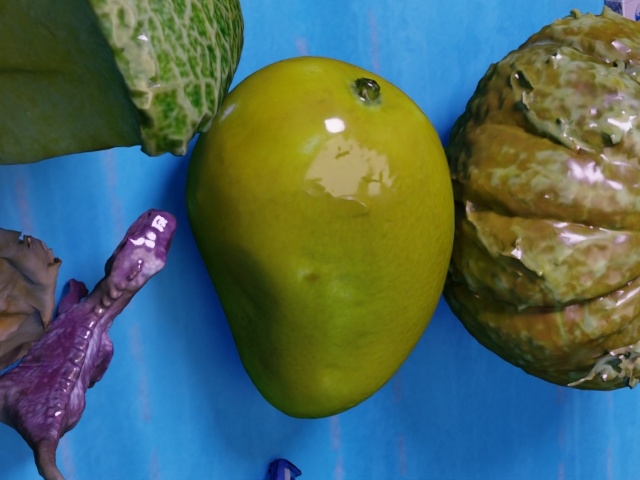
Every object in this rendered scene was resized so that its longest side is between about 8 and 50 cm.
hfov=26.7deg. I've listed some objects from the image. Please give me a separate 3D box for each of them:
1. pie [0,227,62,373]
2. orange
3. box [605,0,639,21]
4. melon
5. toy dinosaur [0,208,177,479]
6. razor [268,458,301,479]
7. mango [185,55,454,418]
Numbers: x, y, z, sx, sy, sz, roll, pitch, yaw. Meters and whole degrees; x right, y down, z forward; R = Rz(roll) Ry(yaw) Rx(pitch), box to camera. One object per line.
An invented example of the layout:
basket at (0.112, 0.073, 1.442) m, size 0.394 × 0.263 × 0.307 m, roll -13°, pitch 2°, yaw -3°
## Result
pie at (-0.270, 0.066, 0.747) m, size 0.274 × 0.055 × 0.274 m, roll -26°, pitch 161°, yaw -10°
orange at (0.206, -0.035, 1.073) m, size 0.300 × 0.223 × 0.301 m, roll -20°, pitch 116°, yaw -46°
box at (0.280, -0.208, 1.198) m, size 0.054 × 0.024 × 0.083 m, roll -23°, pitch 116°, yaw -32°
melon at (-0.202, -0.208, 0.677) m, size 0.226 × 0.331 × 0.343 m, roll -24°, pitch 116°, yaw 7°
toy dinosaur at (-0.173, 0.093, 0.850) m, size 0.072 × 0.200 × 0.251 m, roll 43°, pitch 38°, yaw -7°
razor at (0.011, 0.324, 1.153) m, size 0.056 × 0.093 × 0.324 m, roll -17°, pitch 128°, yaw 13°
mango at (0.007, -0.006, 0.968) m, size 0.185 × 0.149 × 0.273 m, roll -23°, pitch 123°, yaw -8°
